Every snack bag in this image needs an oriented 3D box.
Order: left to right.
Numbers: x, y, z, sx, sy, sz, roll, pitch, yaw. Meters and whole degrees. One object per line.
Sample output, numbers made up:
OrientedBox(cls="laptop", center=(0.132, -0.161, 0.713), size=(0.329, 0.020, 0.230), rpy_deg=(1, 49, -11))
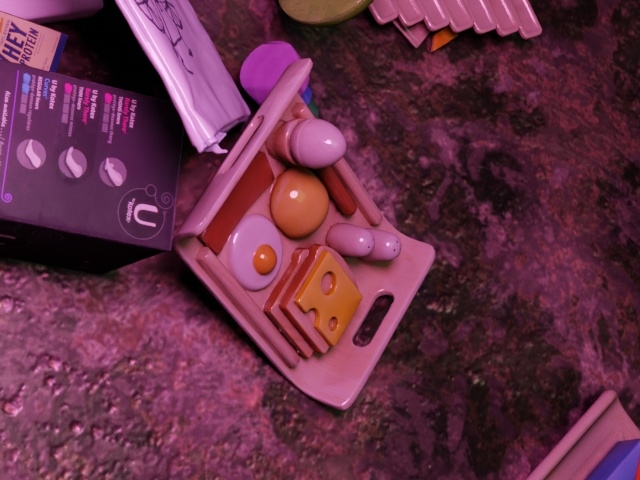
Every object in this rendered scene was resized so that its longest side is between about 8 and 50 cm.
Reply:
OrientedBox(cls="snack bag", center=(-0.169, -0.237, 1.290), size=(0.037, 0.323, 0.342), rpy_deg=(-29, 97, 7))

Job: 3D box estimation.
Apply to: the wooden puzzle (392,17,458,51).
OrientedBox(cls="wooden puzzle", center=(0.105, -0.264, 1.610), size=(0.116, 0.014, 0.078), rpy_deg=(52, 56, -12))

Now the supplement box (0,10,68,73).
OrientedBox(cls="supplement box", center=(-0.291, -0.179, 1.274), size=(0.083, 0.083, 0.056), rpy_deg=(16, 96, -40))

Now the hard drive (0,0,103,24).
OrientedBox(cls="hard drive", center=(-0.395, -0.298, 1.293), size=(0.353, 0.047, 0.233), rpy_deg=(-15, 89, -33))

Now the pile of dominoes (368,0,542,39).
OrientedBox(cls="pile of dominoes", center=(0.134, -0.325, 1.631), size=(0.251, 0.040, 0.196), rpy_deg=(0, 74, -25))

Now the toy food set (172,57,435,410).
OrientedBox(cls="toy food set", center=(0.000, 0.000, 1.399), size=(0.306, 0.092, 0.220), rpy_deg=(53, 57, -39))

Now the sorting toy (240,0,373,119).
OrientedBox(cls="sorting toy", center=(0.048, -0.272, 1.505), size=(0.365, 0.127, 0.126), rpy_deg=(-60, 141, -14))

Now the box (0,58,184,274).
OrientedBox(cls="box", center=(-0.278, -0.067, 1.248), size=(0.270, 0.165, 0.143), rpy_deg=(12, 76, -29))

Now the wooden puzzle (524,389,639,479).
OrientedBox(cls="wooden puzzle", center=(0.343, 0.393, 1.586), size=(0.322, 0.080, 0.348), rpy_deg=(-41, 102, -31))
